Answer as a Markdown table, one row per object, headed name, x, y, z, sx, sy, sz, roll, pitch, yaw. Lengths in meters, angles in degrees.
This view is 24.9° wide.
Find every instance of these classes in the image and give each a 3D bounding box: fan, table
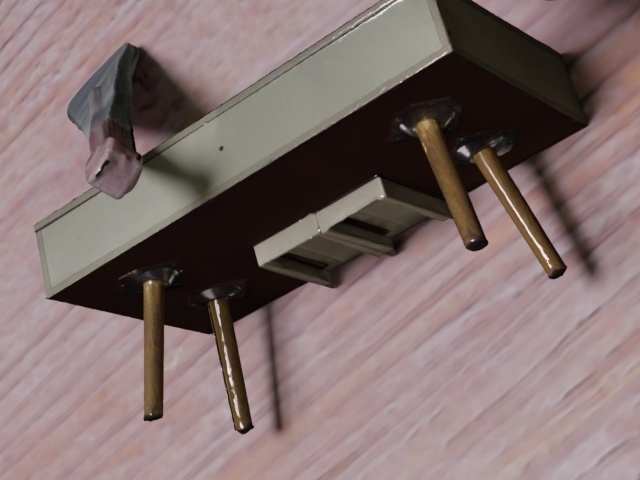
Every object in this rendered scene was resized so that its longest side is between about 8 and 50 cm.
| name | x | y | z | sx | sy | sz | roll | pitch | yaw |
| --- | --- | --- | --- | --- | --- | --- | --- | --- | --- |
| fan | -0.104 | -0.065 | 0.724 | 0.057 | 0.023 | 0.282 | -45 | 17 | 1 |
| table | 0.000 | 0.000 | 0.669 | 0.240 | 0.121 | 0.111 | -30 | 63 | 29 |
